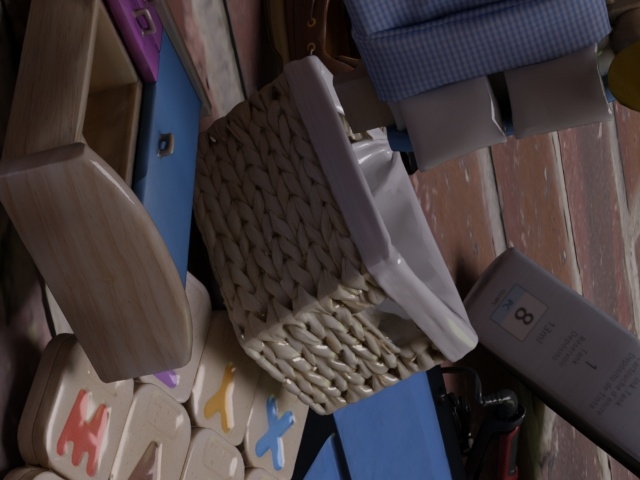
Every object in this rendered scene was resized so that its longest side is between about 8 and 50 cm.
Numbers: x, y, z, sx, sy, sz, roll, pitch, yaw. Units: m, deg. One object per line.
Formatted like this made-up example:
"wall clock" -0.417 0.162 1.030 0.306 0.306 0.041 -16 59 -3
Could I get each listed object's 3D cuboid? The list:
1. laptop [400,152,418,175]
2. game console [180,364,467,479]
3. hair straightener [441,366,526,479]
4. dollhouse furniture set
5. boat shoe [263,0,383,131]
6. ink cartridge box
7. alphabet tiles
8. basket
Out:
"laptop" 0.144 -0.207 1.510 0.264 0.136 0.234 -48 131 -61
"game console" 0.016 0.189 1.237 0.342 0.060 0.387 -60 141 -55
"hair straightener" 0.105 0.163 1.434 0.230 0.089 0.047 85 29 -56
"dollhouse furniture set" 0.007 -0.112 0.868 0.198 0.303 0.286 -91 164 -47
"boat shoe" 0.011 -0.097 1.205 0.064 0.060 0.178 2 71 -46
"ink cartridge box" 0.318 0.179 1.613 0.091 0.385 0.308 -53 152 -2
"alphabet tiles" -0.073 0.167 0.993 0.284 0.021 0.278 46 52 -49
"basket" 0.000 0.000 1.070 0.113 0.103 0.167 45 19 -48
